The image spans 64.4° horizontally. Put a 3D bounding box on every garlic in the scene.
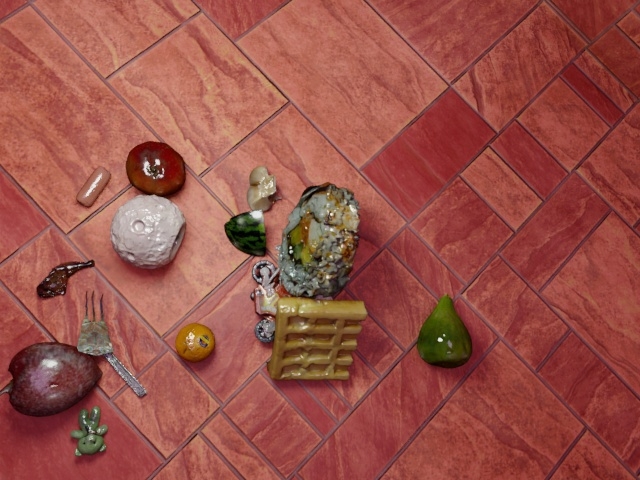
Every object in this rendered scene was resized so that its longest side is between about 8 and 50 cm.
[{"bbox_3d":[-0.218,-0.196,1.916,0.124,0.099,0.174,-6,74,9],"label":"garlic"}]

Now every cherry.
[{"bbox_3d":[-0.854,0.438,1.621,0.300,0.203,0.230,-1,71,-31],"label":"cherry"}]

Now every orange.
[{"bbox_3d":[-0.435,0.352,1.747,0.135,0.118,0.135,21,63,-50],"label":"orange"}]

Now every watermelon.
[{"bbox_3d":[-0.257,-0.038,1.845,0.193,0.145,0.137,35,71,0],"label":"watermelon"}]

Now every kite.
[{"bbox_3d":[-0.760,0.279,1.719,0.016,0.127,0.229,-25,60,26],"label":"kite"}]

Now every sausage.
[{"bbox_3d":[-0.815,-0.196,1.828,0.062,0.062,0.154,29,76,-2],"label":"sausage"}]

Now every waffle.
[{"bbox_3d":[-0.021,0.347,1.734,0.304,0.077,0.348,2,121,-13],"label":"waffle"}]

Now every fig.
[{"bbox_3d":[0.454,0.326,1.876,0.206,0.206,0.275,8,63,-8],"label":"fig"}]

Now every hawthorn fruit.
[{"bbox_3d":[-0.584,-0.249,1.794,0.215,0.249,0.215,-3,104,-10],"label":"hawthorn fruit"}]

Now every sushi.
[{"bbox_3d":[-0.001,0.005,1.709,0.176,0.417,0.417,15,75,-26],"label":"sushi"}]

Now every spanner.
[{"bbox_3d":[-0.708,0.408,1.739,0.093,0.026,0.325,-42,89,-16],"label":"spanner"}]

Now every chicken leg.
[{"bbox_3d":[-0.887,0.122,1.758,0.205,0.053,0.093,-46,111,-8],"label":"chicken leg"}]

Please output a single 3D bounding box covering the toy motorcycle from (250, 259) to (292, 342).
[{"bbox_3d":[-0.166,0.216,1.833,0.171,0.089,0.298,-2,78,-11],"label":"toy motorcycle"}]

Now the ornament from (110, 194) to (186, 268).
[{"bbox_3d":[-0.591,-0.034,1.733,0.225,0.259,0.259,21,76,-6],"label":"ornament"}]

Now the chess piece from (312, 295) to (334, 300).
[{"bbox_3d":[0.009,0.230,1.885,0.084,0.038,0.083,2,75,-9],"label":"chess piece"}]

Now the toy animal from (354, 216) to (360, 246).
[{"bbox_3d":[0.056,-0.059,1.926,0.186,0.094,0.214,-3,87,-2],"label":"toy animal"}]

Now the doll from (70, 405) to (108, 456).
[{"bbox_3d":[-0.759,0.625,1.663,0.115,0.077,0.150,-6,68,-21],"label":"doll"}]
